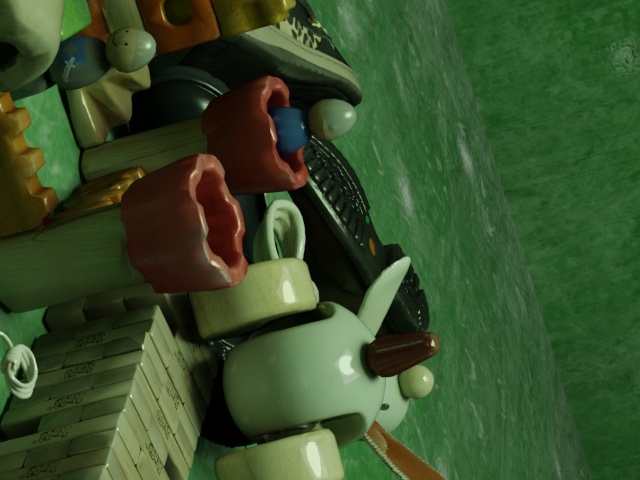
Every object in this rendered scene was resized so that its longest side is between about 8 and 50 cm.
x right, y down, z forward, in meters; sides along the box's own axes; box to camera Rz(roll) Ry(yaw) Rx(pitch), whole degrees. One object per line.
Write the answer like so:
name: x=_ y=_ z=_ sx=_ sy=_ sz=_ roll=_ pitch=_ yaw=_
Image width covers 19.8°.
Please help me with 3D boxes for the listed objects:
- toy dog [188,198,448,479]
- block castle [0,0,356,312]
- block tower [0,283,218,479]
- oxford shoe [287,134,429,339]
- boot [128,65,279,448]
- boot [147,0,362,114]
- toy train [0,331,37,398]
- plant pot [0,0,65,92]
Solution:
toy dog: x=0.030 y=0.088 z=1.284 sx=0.334 sy=0.161 sz=0.220 roll=-50 pitch=126 yaw=-71
block castle: x=-0.139 y=-0.205 z=1.190 sx=0.303 sy=0.212 sz=0.453 roll=-59 pitch=133 yaw=-70
block tower: x=-0.140 y=0.136 z=1.114 sx=0.335 sy=0.091 sz=0.097 roll=-80 pitch=152 yaw=-58
oxford shoe: x=0.000 y=0.000 z=1.506 sx=0.227 sy=0.096 sz=0.083 roll=61 pitch=24 yaw=-25
boot: x=-0.085 y=0.015 z=1.410 sx=0.207 sy=0.094 sz=0.246 roll=-91 pitch=167 yaw=-52
boot: x=-0.082 y=-0.259 z=1.612 sx=0.377 sy=0.138 sz=0.284 roll=17 pitch=60 yaw=-65
toy train: x=-0.211 y=0.087 z=0.993 sx=0.166 sy=0.046 sz=0.125 roll=-71 pitch=146 yaw=-59
plant pot: x=-0.220 y=-0.229 z=0.799 sx=0.334 sy=0.333 sz=0.305 roll=32 pitch=57 yaw=-69
